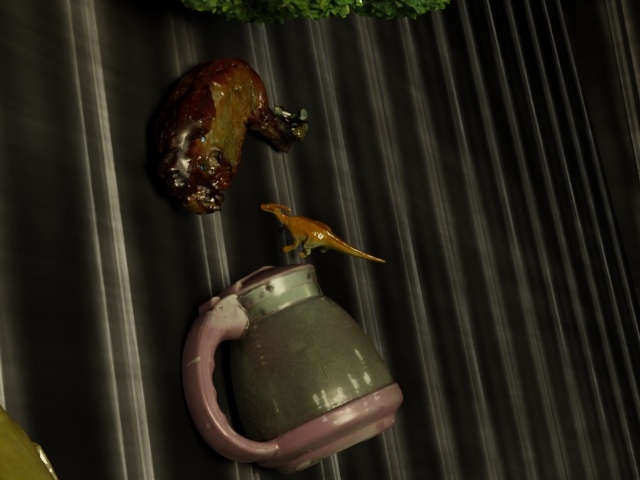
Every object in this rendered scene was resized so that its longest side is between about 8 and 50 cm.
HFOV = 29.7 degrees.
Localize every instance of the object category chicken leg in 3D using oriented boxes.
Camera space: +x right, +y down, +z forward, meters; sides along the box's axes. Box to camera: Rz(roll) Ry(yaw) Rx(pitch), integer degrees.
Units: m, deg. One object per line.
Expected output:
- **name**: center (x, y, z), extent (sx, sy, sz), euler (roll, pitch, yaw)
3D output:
- **chicken leg**: center (-0.068, -0.092, 0.951), extent (0.253, 0.051, 0.106), euler (-38, 115, -65)

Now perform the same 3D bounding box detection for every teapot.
- **teapot**: center (-0.030, 0.093, 0.876), extent (0.146, 0.148, 0.116), euler (65, -13, 9)

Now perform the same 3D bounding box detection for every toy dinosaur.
- **toy dinosaur**: center (-0.002, 0.001, 1.011), extent (0.113, 0.041, 0.026), euler (30, 53, -1)

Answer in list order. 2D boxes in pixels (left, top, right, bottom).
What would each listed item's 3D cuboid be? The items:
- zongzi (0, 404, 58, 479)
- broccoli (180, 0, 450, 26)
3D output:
- **zongzi**: center (-0.179, 0.155, 0.492), extent (0.256, 0.115, 0.228), euler (64, 30, -6)
- **broccoli**: center (-0.052, -0.309, 0.822), extent (0.413, 0.310, 0.321), euler (50, 39, -1)
